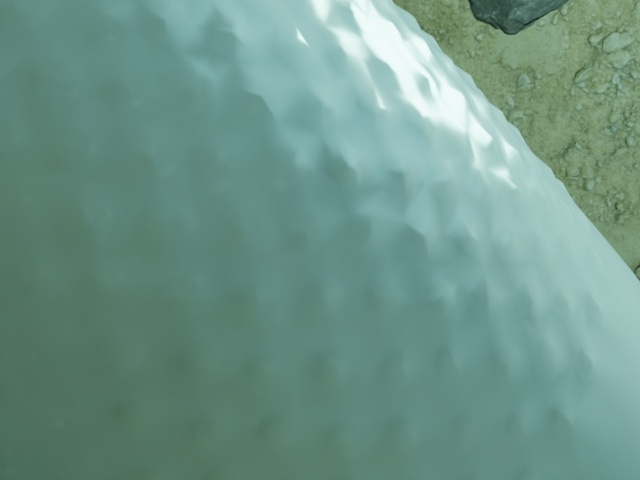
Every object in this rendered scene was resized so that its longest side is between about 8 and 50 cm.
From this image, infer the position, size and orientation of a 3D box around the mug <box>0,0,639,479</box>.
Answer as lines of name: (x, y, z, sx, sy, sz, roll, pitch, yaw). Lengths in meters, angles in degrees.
mug: (-0.081, 0.036, 0.444, 0.328, 0.276, 0.374, 45, 43, -28)
